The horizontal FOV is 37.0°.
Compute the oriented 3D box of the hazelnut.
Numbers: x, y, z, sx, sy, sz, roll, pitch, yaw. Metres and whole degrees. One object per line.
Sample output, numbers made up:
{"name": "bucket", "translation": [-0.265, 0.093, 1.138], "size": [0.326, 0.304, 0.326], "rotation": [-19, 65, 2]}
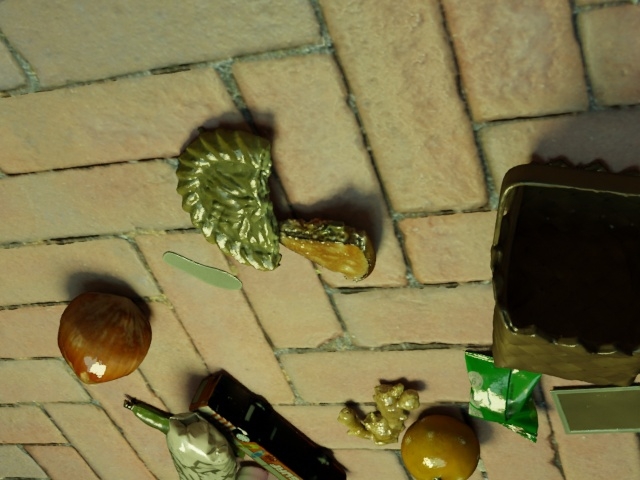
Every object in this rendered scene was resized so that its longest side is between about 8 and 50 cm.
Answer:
{"name": "hazelnut", "translation": [-0.410, 0.188, 1.805], "size": [0.182, 0.182, 0.182], "rotation": [9, 138, 8]}

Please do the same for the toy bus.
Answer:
{"name": "toy bus", "translation": [-0.101, 0.427, 2.018], "size": [0.092, 0.093, 0.409], "rotation": [-19, 127, 43]}

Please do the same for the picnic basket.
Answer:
{"name": "picnic basket", "translation": [0.355, 0.021, 1.278], "size": [0.254, 0.291, 0.321], "rotation": [9, 147, 9]}

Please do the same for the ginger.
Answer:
{"name": "ginger", "translation": [0.126, 0.346, 1.887], "size": [0.193, 0.053, 0.176], "rotation": [-5, 135, 29]}

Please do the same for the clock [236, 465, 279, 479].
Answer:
{"name": "clock", "translation": [-0.077, 0.617, 2.218], "size": [0.247, 0.090, 0.228], "rotation": [7, 138, 8]}

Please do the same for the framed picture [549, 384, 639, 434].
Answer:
{"name": "framed picture", "translation": [0.525, 0.308, 1.743], "size": [0.183, 0.011, 0.142], "rotation": [-7, 133, 24]}

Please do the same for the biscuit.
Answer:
{"name": "biscuit", "translation": [-0.152, -0.066, 1.517], "size": [0.187, 0.036, 0.274], "rotation": [14, 135, 23]}

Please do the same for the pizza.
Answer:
{"name": "pizza", "translation": [0.000, 0.000, 1.555], "size": [0.195, 0.052, 0.185], "rotation": [19, 156, 8]}

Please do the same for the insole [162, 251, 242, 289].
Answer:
{"name": "insole", "translation": [-0.212, 0.057, 1.719], "size": [0.152, 0.002, 0.053], "rotation": [25, 138, -9]}

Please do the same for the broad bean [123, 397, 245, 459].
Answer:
{"name": "broad bean", "translation": [-0.302, 0.423, 2.114], "size": [0.297, 0.043, 0.060], "rotation": [23, 130, -6]}

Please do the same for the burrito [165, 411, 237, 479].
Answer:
{"name": "burrito", "translation": [-0.247, 0.491, 2.053], "size": [0.138, 0.101, 0.445], "rotation": [12, 147, 7]}

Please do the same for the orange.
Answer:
{"name": "orange", "translation": [0.234, 0.415, 1.868], "size": [0.156, 0.124, 0.156], "rotation": [11, 139, 10]}

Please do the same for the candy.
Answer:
{"name": "candy", "translation": [0.332, 0.283, 1.733], "size": [0.141, 0.078, 0.203], "rotation": [2, 131, 16]}
